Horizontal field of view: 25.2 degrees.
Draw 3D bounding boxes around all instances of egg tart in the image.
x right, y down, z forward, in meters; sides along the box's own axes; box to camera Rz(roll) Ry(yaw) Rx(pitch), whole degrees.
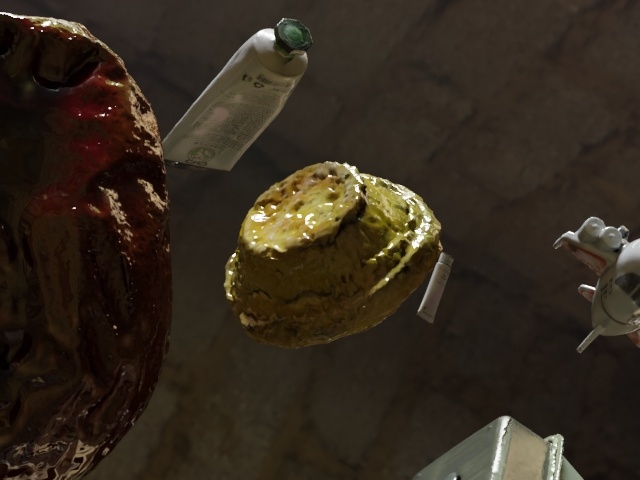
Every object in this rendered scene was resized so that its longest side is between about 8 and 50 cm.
[{"bbox_3d":[0.000,0.000,1.689,0.294,0.123,0.294,-20,32,13],"label":"egg tart"}]

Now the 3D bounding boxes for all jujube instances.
[{"bbox_3d":[-0.249,0.017,1.117,0.276,0.276,0.377,152,119,-77],"label":"jujube"}]

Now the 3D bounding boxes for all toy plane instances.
[{"bbox_3d":[0.427,0.076,1.974,0.118,0.252,0.252,-42,-1,-24],"label":"toy plane"}]

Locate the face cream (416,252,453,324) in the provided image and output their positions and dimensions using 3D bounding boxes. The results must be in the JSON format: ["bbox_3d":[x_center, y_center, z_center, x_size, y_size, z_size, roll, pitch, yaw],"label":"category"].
[{"bbox_3d":[0.182,0.076,2.265,0.020,0.038,0.115,1,64,52],"label":"face cream"}]

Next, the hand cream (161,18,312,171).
[{"bbox_3d":[-0.112,-0.180,1.923,0.336,0.121,0.076,-45,42,48],"label":"hand cream"}]

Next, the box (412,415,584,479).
[{"bbox_3d":[0.195,0.352,1.652,0.220,0.166,0.290,-40,11,27],"label":"box"}]
